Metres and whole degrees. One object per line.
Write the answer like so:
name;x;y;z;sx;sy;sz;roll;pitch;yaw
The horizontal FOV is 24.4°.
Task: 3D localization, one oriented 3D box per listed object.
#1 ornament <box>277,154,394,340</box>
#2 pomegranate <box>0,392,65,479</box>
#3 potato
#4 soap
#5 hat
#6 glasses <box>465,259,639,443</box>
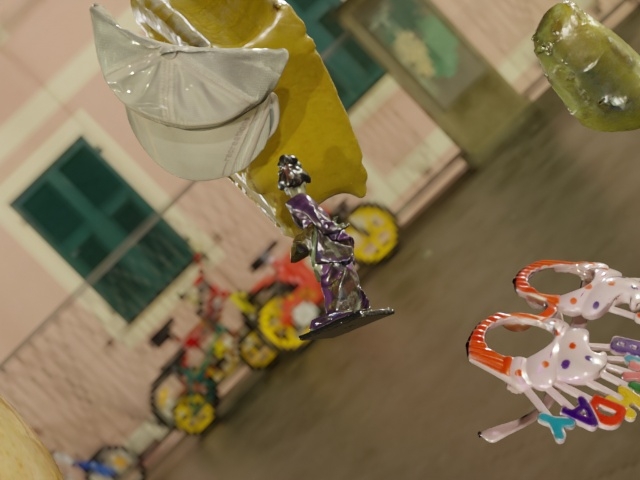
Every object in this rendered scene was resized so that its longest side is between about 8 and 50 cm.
ornament;0.005;0.003;1.567;0.088;0.203;0.081;-25;-19;23
pomegranate;-0.236;0.178;0.605;0.319;0.319;0.319;-44;7;6
potato;0.315;-0.194;1.701;0.105;0.188;0.085;-38;23;15
soap;-0.097;-0.192;1.900;0.156;0.293;0.335;-33;29;-8
hat;-0.156;-0.140;1.591;0.164;0.219;0.226;-68;-12;-56
glasses;0.224;0.101;1.251;0.162;0.095;0.255;8;35;27
